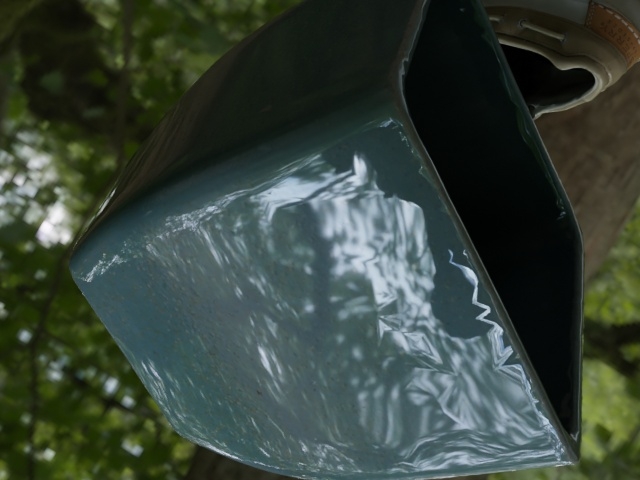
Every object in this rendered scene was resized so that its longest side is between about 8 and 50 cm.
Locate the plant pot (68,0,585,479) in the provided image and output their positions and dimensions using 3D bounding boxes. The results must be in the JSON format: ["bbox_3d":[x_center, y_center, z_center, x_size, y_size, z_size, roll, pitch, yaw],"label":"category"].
[{"bbox_3d":[0.000,0.000,0.775,0.248,0.252,0.247,61,-156,-24],"label":"plant pot"}]

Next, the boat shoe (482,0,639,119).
[{"bbox_3d":[0.154,-0.160,1.075,0.113,0.103,0.302,41,159,-20],"label":"boat shoe"}]
